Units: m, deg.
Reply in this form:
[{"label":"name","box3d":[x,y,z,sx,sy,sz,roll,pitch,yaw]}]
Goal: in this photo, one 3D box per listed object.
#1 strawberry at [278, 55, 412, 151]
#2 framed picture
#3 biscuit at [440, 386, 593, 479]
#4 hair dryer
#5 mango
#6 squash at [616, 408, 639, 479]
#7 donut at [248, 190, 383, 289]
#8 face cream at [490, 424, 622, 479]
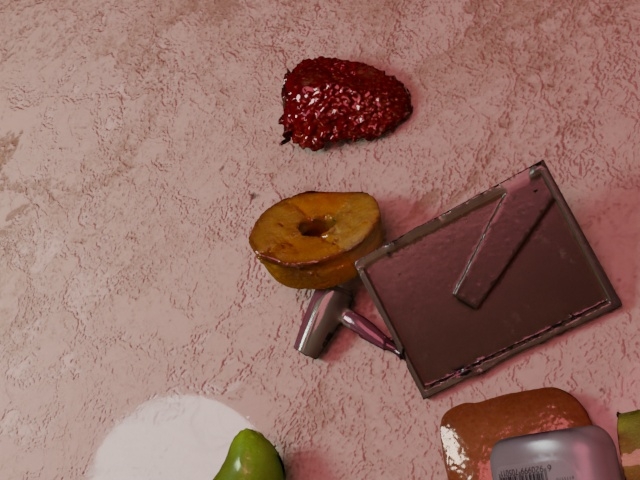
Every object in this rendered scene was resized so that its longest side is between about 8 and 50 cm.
[{"label":"strawberry","box3d":[0.026,-0.227,1.486,0.208,0.087,0.167,-13,61,20]},{"label":"framed picture","box3d":[0.206,0.052,1.251,0.281,0.019,0.209,-27,84,13]},{"label":"biscuit","box3d":[0.240,0.272,1.174,0.192,0.036,0.186,-16,63,22]},{"label":"hair dryer","box3d":[0.046,0.125,1.338,0.154,0.054,0.106,18,81,28]},{"label":"mango","box3d":[-0.112,0.359,1.271,0.125,0.111,0.233,2,71,22]},{"label":"squash","box3d":[0.417,0.225,1.060,0.186,0.123,0.123,-16,61,16]},{"label":"donut","box3d":[0.000,0.002,1.374,0.190,0.075,0.174,-9,32,16]},{"label":"face cream","box3d":[0.271,0.373,1.050,0.163,0.080,0.337,-26,67,49]}]
